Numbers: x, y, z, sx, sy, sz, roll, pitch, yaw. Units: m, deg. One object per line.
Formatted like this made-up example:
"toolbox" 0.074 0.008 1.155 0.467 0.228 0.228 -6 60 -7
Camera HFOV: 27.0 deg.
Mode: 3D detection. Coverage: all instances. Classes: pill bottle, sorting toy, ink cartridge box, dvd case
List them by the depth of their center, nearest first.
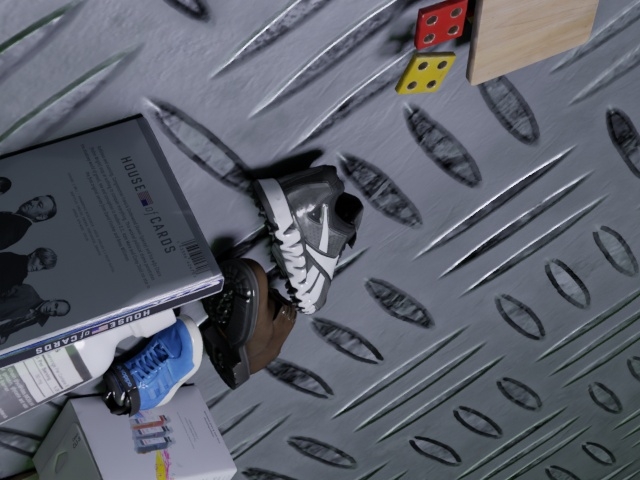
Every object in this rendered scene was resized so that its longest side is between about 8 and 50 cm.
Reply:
"dvd case" -0.223 0.003 1.093 0.239 0.179 0.029 -19 152 -18
"pill bottle" -0.280 0.073 1.168 0.279 0.162 0.162 -26 150 -9
"sorting toy" 0.185 -0.220 1.243 0.275 0.046 0.132 -22 149 -14
"ink cartridge box" -0.216 0.259 1.532 0.176 0.127 0.128 -1 140 -38

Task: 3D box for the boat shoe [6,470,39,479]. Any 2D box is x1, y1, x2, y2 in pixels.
"boat shoe" -0.351 0.317 1.557 0.190 0.072 0.068 -5 142 -36

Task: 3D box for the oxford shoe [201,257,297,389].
"oxford shoe" -0.073 0.073 1.438 0.096 0.082 0.227 -30 159 -19

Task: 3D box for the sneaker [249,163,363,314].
"sneaker" 0.000 0.000 1.380 0.106 0.078 0.234 -24 147 -6

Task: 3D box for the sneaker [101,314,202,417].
"sneaker" -0.188 0.141 1.448 0.085 0.058 0.152 -15 154 -39
